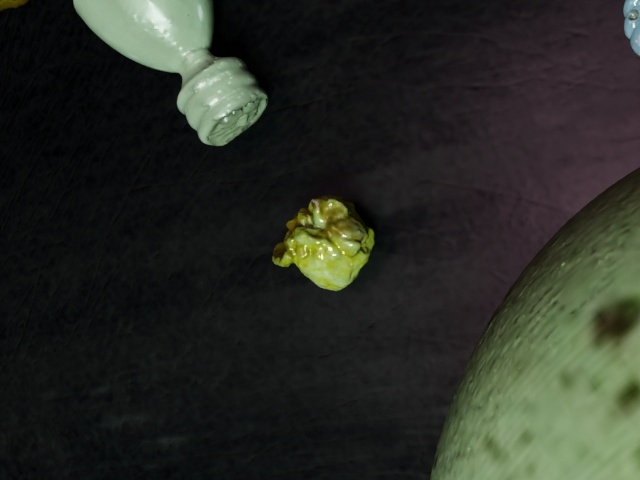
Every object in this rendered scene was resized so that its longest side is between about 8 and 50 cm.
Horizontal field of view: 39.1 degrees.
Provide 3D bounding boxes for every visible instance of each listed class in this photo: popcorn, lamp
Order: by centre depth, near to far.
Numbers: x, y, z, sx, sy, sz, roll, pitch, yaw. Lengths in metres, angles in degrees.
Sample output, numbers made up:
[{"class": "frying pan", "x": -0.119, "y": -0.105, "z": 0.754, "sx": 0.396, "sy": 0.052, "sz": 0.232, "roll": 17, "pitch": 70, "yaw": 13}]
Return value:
[{"class": "popcorn", "x": -0.001, "y": 0.002, "z": 0.642, "sx": 0.083, "sy": 0.059, "sz": 0.068, "roll": -8, "pitch": 84, "yaw": 38}, {"class": "lamp", "x": -0.116, "y": -0.162, "z": 0.697, "sx": 0.106, "sy": 0.106, "sz": 0.193, "roll": -38, "pitch": 80, "yaw": 23}]

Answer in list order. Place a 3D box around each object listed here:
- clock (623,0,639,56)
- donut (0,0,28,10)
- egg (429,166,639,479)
[{"class": "clock", "x": 0.256, "y": -0.168, "z": 0.478, "sx": 0.195, "sy": 0.100, "sz": 0.194, "roll": 24, "pitch": 100, "yaw": 37}, {"class": "donut", "x": -0.304, "y": -0.350, "z": 0.807, "sx": 0.272, "sy": 0.107, "sz": 0.272, "roll": -2, "pitch": 87, "yaw": 28}, {"class": "egg", "x": 0.190, "y": 0.126, "z": 0.392, "sx": 0.287, "sy": 0.287, "sz": 0.379, "roll": 25, "pitch": 99, "yaw": 28}]
